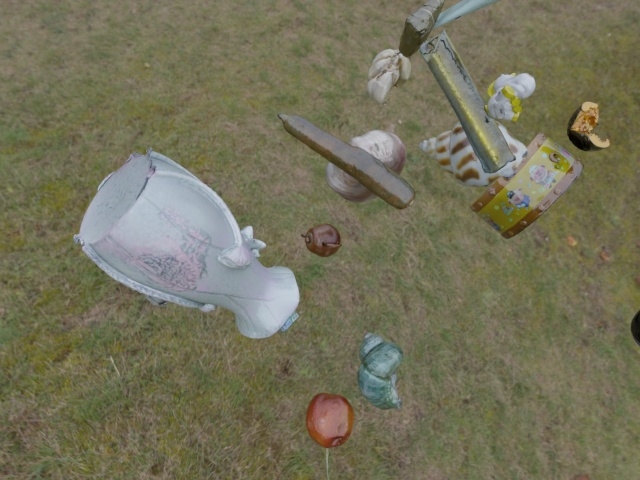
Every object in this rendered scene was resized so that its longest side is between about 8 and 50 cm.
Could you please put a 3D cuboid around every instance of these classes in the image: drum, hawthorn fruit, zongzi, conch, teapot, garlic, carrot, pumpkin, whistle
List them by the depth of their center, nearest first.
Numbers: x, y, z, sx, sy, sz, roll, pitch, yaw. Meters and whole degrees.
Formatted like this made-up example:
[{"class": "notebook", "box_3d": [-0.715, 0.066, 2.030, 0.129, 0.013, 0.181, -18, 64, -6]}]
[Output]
[{"class": "whistle", "box_3d": [0.309, -0.295, 0.896, 0.067, 0.057, 0.327, -28, 82, 15]}, {"class": "carrot", "box_3d": [0.056, -0.180, 0.906, 0.342, 0.070, 0.070, 34, 53, 1]}, {"class": "conch", "box_3d": [0.396, -0.243, 1.128, 0.183, 0.274, 0.149, -49, 114, -28]}, {"class": "garlic", "box_3d": [0.167, -0.179, 1.204, 0.245, 0.245, 0.253, -34, 77, -33]}, {"class": "hawthorn fruit", "box_3d": [0.021, 0.635, 1.341, 0.165, 0.165, 0.286, 15, 65, -9]}, {"class": "teapot", "box_3d": [0.000, 0.000, 1.350, 0.116, 0.116, 0.173, -18, 21, -28]}, {"class": "zongzi", "box_3d": [0.334, -0.697, 1.385, 0.081, 0.189, 0.178, 41, 79, 5]}, {"class": "conch", "box_3d": [0.211, 0.445, 1.460, 0.220, 0.195, 0.277, 23, 37, -58]}, {"class": "pumpkin", "box_3d": [0.964, -0.398, 1.543, 0.118, 0.107, 0.184, 6, 70, -22]}, {"class": "drum", "box_3d": [0.837, -0.221, 1.751, 0.214, 0.431, 0.431, 43, 55, 9]}, {"class": "garlic", "box_3d": [0.316, -0.804, 2.008, 0.184, 0.203, 0.281, 43, 75, 12]}]

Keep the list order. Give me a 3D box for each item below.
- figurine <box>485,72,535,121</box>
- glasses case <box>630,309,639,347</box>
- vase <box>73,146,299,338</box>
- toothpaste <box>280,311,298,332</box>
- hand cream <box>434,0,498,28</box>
[{"class": "figurine", "box_3d": [0.517, -0.411, 1.172, 0.109, 0.129, 0.178, 43, 69, -32]}, {"class": "glasses case", "box_3d": [0.682, 0.088, 0.717, 0.075, 0.314, 0.122, 38, 9, -37]}, {"class": "vase", "box_3d": [-0.235, 0.039, 0.860, 0.445, 0.249, 0.250, 44, 41, -41]}, {"class": "toothpaste", "box_3d": [-0.101, 0.259, 1.345, 0.020, 0.017, 0.083, 56, 43, -7]}, {"class": "hand cream", "box_3d": [0.464, -0.728, 1.284, 0.067, 0.320, 0.109, 47, 67, -27]}]
